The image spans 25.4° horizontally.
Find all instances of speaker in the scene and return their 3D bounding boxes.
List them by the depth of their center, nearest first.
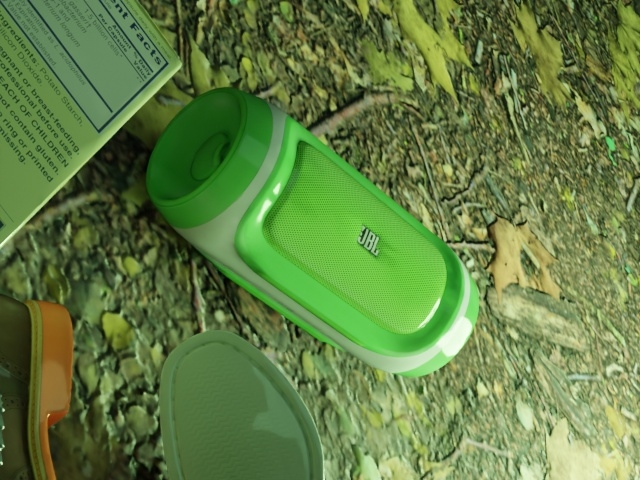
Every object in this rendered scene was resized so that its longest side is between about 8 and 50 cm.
[{"bbox_3d":[0.000,0.000,1.156,0.296,0.131,0.131,37,43,-36],"label":"speaker"}]

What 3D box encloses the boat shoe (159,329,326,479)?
[{"bbox_3d":[-0.035,0.209,1.012,0.114,0.091,0.302,-20,87,-13],"label":"boat shoe"}]

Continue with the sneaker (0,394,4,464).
[{"bbox_3d":[-0.248,0.189,0.686,0.112,0.131,0.319,49,33,-35],"label":"sneaker"}]

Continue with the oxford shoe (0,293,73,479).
[{"bbox_3d":[-0.206,0.151,0.825,0.098,0.097,0.271,16,49,-28],"label":"oxford shoe"}]

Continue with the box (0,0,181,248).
[{"bbox_3d":[-0.231,-0.051,0.786,0.117,0.213,0.243,54,35,-15],"label":"box"}]
